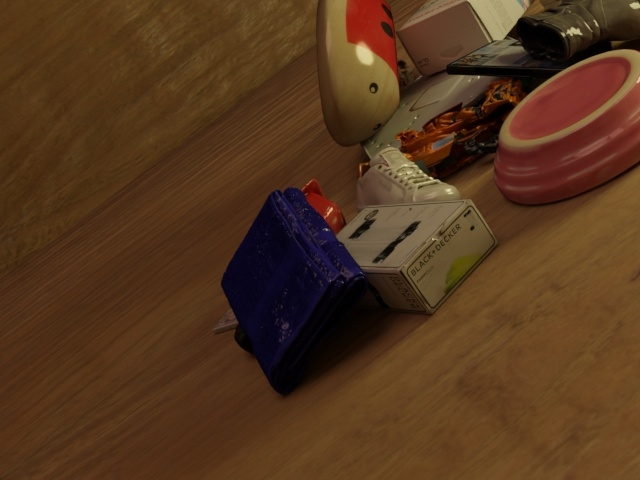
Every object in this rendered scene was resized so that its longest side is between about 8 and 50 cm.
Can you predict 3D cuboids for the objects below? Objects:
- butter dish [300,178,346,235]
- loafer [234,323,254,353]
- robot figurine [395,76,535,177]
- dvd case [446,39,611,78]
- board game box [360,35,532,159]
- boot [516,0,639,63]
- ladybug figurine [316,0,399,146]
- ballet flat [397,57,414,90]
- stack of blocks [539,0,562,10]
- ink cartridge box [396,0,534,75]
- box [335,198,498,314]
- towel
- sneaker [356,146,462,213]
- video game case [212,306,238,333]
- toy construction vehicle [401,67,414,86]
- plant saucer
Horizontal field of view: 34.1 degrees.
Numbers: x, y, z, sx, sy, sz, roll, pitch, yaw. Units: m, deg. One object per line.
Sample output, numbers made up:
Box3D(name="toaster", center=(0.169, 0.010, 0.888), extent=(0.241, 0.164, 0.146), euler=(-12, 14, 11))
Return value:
Box3D(name="butter dish", center=(0.000, 0.000, 1.846), extent=(0.118, 0.160, 0.160), euler=(14, 48, 37))
Box3D(name="loafer", center=(-0.057, 0.099, 1.765), extent=(0.223, 0.076, 0.078), euler=(-41, 26, -5))
Box3D(name="robot figurine", center=(0.266, -0.201, 1.912), extent=(0.291, 0.085, 0.211), euler=(-27, 21, 26))
Box3D(name="dvd case", center=(0.386, -0.339, 1.946), extent=(0.253, 0.022, 0.180), euler=(11, 31, 40))
Box3D(name="board game box", center=(0.259, -0.296, 2.219), extent=(0.389, 0.050, 0.390), euler=(-34, 19, 5))
Box3D(name="boot", center=(0.461, -0.421, 1.942), extent=(0.222, 0.118, 0.338), euler=(-17, 18, -5))
Box3D(name="ladybug figurine", center=(0.083, -0.391, 2.240), extent=(0.161, 0.305, 0.449), euler=(-6, 46, 6))
Box3D(name="ballet flat", center=(0.192, -0.406, 2.569), extent=(0.077, 0.091, 0.241), euler=(-11, 25, 4))
Box3D(name="stack of blocks", center=(0.593, -0.550, 2.184), extent=(0.171, 0.087, 0.297), euler=(-46, 21, -27))
Box3D(name="ink cartridge box", center=(0.344, -0.523, 2.338), extent=(0.226, 0.131, 0.306), euler=(-15, 26, 47))
Box3D(name="box", center=(0.117, 0.024, 1.620), extent=(0.169, 0.087, 0.290), euler=(-44, 19, -23))
Box3D(name="towel", center=(-0.059, 0.064, 1.629), extent=(0.228, 0.076, 0.308), euler=(-54, 33, 13))
Box3D(name="sneaker", center=(0.136, -0.099, 1.796), extent=(0.105, 0.123, 0.290), euler=(-11, 7, -27))
Box3D(name="video game case", center=(-0.144, 0.125, 1.962), extent=(0.087, 0.011, 0.122), euler=(-20, 24, 41))
Box3D(name="toy construction vehicle", center=(0.183, -0.346, 2.441), extent=(0.085, 0.098, 0.035), euler=(-24, -17, 7))
Box3D(name="plant saucer", center=(0.405, -0.190, 1.623), extent=(0.332, 0.084, 0.332), euler=(-33, 21, 14))
